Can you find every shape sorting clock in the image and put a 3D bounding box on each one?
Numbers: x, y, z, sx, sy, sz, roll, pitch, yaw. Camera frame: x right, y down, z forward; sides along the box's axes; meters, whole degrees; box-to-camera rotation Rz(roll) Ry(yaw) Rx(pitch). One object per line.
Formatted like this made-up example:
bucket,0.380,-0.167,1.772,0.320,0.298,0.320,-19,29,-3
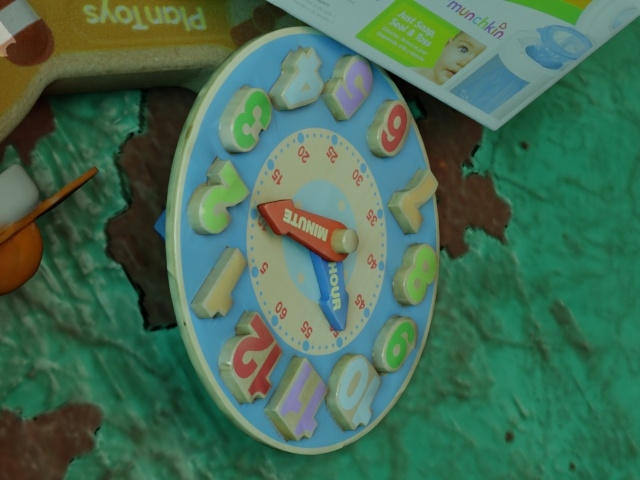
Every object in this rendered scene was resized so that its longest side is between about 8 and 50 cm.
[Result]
shape sorting clock,0.000,0.000,0.770,0.206,0.040,0.206,-4,95,-49

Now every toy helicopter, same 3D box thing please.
toy helicopter,-0.134,-0.080,0.716,0.355,0.140,0.235,-6,72,-41

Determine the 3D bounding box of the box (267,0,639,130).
box,0.049,-0.157,0.786,0.203,0.114,0.103,24,39,-39
